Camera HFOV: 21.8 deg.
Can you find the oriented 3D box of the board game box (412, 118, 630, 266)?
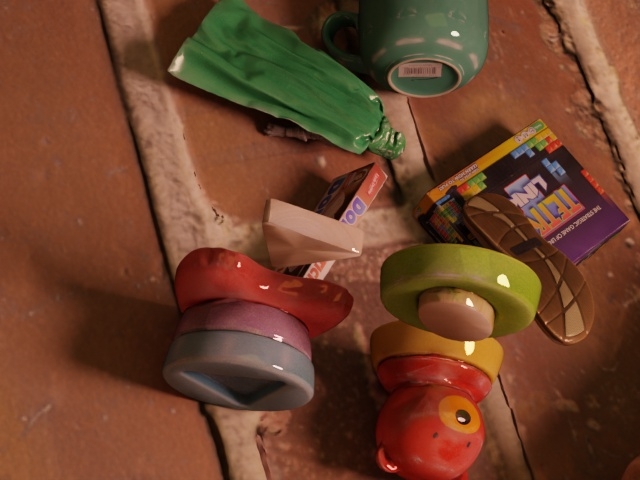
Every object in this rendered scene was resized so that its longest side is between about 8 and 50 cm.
[{"bbox_3d":[0.198,-0.023,1.633,0.170,0.048,0.141,-34,76,-31],"label":"board game box"}]

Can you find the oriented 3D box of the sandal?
[{"bbox_3d":[0.191,0.031,1.550,0.072,0.049,0.180,-18,55,-31],"label":"sandal"}]

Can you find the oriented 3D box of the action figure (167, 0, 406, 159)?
[{"bbox_3d":[-0.021,-0.143,1.613,0.232,0.063,0.137,29,55,3],"label":"action figure"}]

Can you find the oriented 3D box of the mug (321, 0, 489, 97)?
[{"bbox_3d":[0.093,-0.197,1.658,0.129,0.158,0.097,22,56,-36],"label":"mug"}]

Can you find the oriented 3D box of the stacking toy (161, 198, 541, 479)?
[{"bbox_3d":[0.028,0.099,1.377,0.309,0.279,0.130,14,66,-11],"label":"stacking toy"}]

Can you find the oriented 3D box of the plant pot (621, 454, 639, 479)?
[{"bbox_3d":[0.446,0.211,1.457,0.305,0.334,0.334,-30,75,-18],"label":"plant pot"}]

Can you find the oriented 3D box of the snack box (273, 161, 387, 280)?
[{"bbox_3d":[0.000,0.000,1.535,0.022,0.064,0.178,47,51,-19],"label":"snack box"}]
